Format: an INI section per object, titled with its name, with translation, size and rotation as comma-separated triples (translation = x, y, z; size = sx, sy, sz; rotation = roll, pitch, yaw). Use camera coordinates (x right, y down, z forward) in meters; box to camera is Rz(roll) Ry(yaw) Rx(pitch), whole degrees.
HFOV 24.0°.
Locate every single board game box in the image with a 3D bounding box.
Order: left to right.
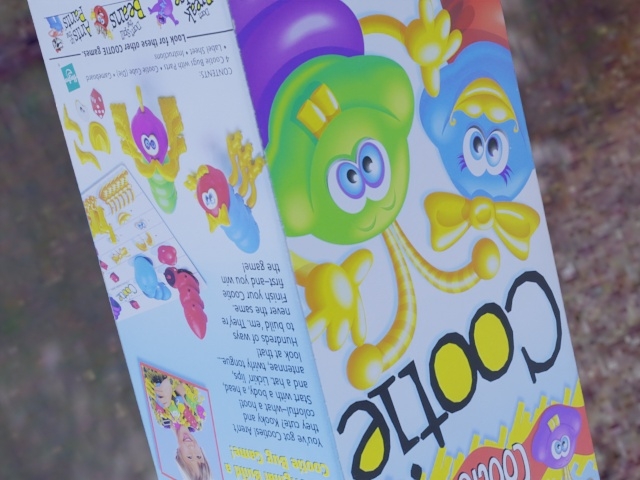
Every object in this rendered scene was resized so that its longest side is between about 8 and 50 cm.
[board game box]
translation = 0.000, 0.000, 0.645
size = 0.142, 0.275, 0.144
rotation = -22, 15, -36
